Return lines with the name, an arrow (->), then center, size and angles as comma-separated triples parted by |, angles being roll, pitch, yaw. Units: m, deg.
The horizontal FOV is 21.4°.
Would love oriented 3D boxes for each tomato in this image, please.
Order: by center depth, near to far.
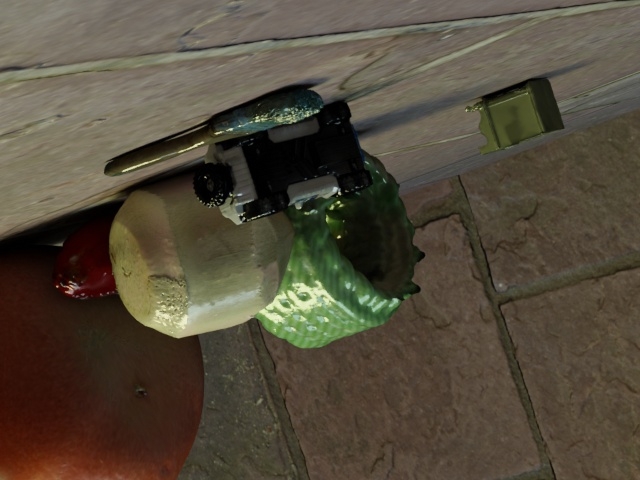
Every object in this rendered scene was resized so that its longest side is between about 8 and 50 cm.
tomato -> -0.266, 0.162, 1.850 | 0.341, 0.341, 0.272 | -16, 173, -42

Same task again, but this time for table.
table -> 0.222, -0.141, 1.934 | 0.083, 0.062, 0.079 | -19, 178, 26

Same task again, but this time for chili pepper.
chili pepper -> -0.157, 0.001, 1.846 | 0.110, 0.110, 0.387 | -19, 177, 33

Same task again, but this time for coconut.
coconut -> -0.113, 0.009, 1.684 | 0.182, 0.171, 0.171 | -14, 177, -28

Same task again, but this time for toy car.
toy car -> -0.035, -0.063, 1.475 | 0.170, 0.080, 0.070 | -17, 178, -39

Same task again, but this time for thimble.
thimble -> 0.000, 0.000, 1.832 | 0.150, 0.219, 0.219 | -21, 177, 31

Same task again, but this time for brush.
brush -> -0.091, -0.081, 1.341 | 0.196, 0.021, 0.070 | -19, 176, 24
